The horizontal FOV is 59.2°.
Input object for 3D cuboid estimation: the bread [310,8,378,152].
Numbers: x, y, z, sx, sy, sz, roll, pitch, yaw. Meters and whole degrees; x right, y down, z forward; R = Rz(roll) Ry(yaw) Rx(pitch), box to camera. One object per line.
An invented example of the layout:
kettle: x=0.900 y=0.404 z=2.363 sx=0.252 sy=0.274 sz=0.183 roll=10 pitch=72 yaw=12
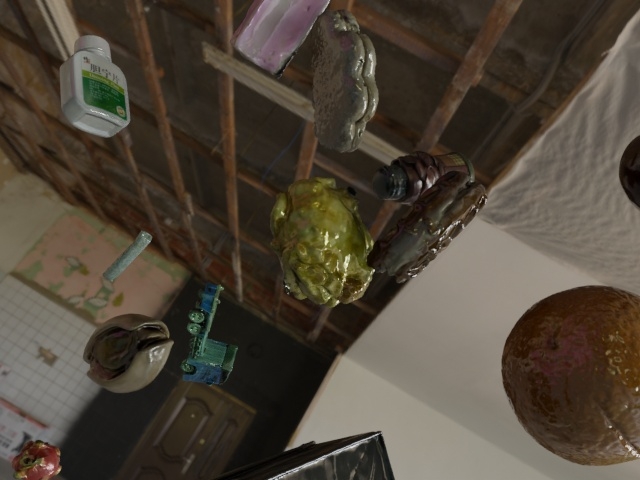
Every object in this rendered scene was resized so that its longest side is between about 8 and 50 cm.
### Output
bread: x=0.063 y=-0.380 z=1.338 sx=0.183 sy=0.102 sz=0.337 roll=8 pitch=-75 yaw=57

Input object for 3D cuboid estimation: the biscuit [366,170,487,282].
biscuit: x=0.238 y=-0.035 z=1.221 sx=0.115 sy=0.268 sz=0.366 roll=43 pitch=13 yaw=6

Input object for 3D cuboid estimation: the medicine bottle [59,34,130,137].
medicine bottle: x=-0.424 y=-0.292 z=1.059 sx=0.069 sy=0.183 sz=0.119 roll=-27 pitch=-25 yaw=30

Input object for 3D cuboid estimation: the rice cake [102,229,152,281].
rice cake: x=-0.333 y=0.028 z=0.971 sx=0.022 sy=0.021 sz=0.121 roll=38 pitch=-67 yaw=-24

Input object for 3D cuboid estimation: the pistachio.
pistachio: x=-0.347 y=0.203 z=1.024 sx=0.137 sy=0.153 sz=0.238 roll=63 pitch=-31 yaw=6

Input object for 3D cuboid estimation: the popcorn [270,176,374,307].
popcorn: x=0.000 y=0.000 z=1.199 sx=0.252 sy=0.215 sz=0.286 roll=-98 pitch=169 yaw=-63

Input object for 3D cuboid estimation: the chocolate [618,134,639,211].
chocolate: x=0.647 y=-0.133 z=1.061 sx=0.177 sy=0.176 sz=0.176 roll=27 pitch=-22 yaw=12

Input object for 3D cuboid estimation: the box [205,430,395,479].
box: x=-0.038 y=0.454 z=0.838 sx=0.205 sy=0.251 sz=0.345 roll=-24 pitch=-17 yaw=34

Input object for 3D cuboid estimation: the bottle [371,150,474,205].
bottle: x=0.255 y=-0.157 z=1.460 sx=0.143 sy=0.271 sz=0.156 roll=60 pitch=-35 yaw=35

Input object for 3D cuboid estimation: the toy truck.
toy truck: x=-0.166 y=0.147 z=0.880 sx=0.081 sy=0.067 sz=0.175 roll=14 pitch=-59 yaw=-5

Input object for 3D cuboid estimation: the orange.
orange: x=0.508 y=0.249 z=1.034 sx=0.322 sy=0.321 sz=0.357 roll=6 pitch=-19 yaw=47

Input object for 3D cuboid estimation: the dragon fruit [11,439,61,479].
dragon fruit: x=-0.559 y=0.435 z=1.108 sx=0.081 sy=0.086 sz=0.116 roll=34 pitch=-39 yaw=9

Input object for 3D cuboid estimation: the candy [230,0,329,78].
candy: x=-0.106 y=-0.578 z=1.472 sx=0.156 sy=0.265 sz=0.115 roll=28 pitch=21 yaw=-24
